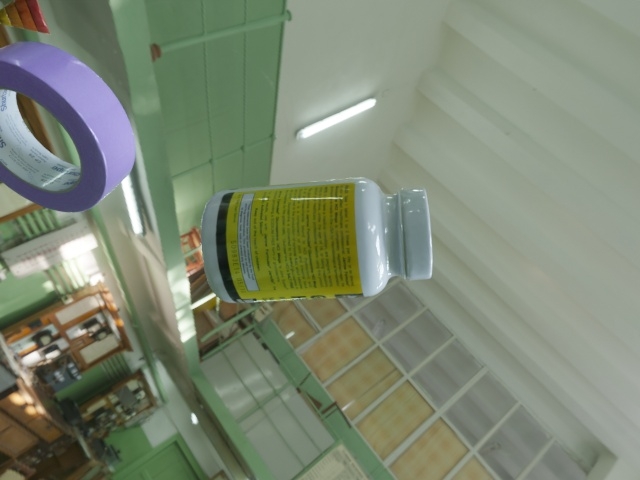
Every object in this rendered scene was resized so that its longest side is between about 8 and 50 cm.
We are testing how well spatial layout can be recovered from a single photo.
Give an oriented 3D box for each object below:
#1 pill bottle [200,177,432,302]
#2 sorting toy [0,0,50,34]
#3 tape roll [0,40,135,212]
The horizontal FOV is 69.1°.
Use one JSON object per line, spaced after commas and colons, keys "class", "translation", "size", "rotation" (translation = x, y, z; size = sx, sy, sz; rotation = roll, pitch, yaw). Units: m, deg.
{"class": "pill bottle", "translation": [0.000, 0.000, 0.737], "size": [0.188, 0.334, 0.187], "rotation": [-4, 90, -80]}
{"class": "sorting toy", "translation": [-0.896, -0.711, 1.349], "size": [0.365, 0.126, 0.127], "rotation": [55, -24, 31]}
{"class": "tape roll", "translation": [-0.463, -0.183, 0.787], "size": [0.275, 0.090, 0.274], "rotation": [9, -50, 11]}
